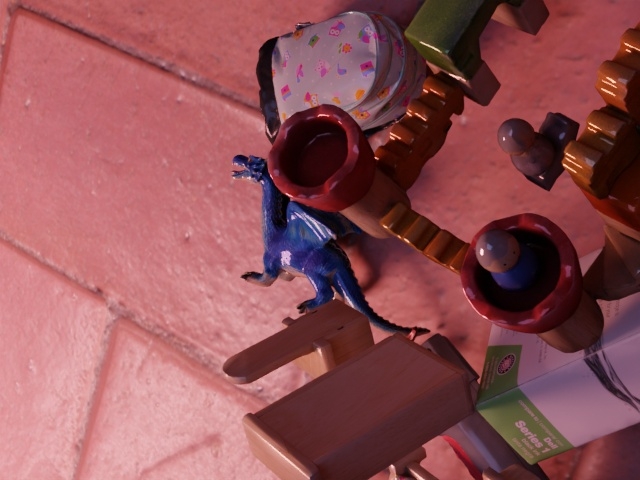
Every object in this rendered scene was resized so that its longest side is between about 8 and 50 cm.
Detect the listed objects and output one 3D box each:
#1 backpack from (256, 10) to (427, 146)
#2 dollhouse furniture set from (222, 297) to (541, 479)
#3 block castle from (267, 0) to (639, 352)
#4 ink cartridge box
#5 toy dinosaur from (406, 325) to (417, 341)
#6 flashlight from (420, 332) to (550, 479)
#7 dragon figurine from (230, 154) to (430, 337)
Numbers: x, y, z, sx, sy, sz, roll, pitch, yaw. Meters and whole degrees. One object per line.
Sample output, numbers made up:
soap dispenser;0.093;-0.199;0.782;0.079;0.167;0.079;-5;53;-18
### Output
backpack;0.022;-0.170;1.138;0.182;0.115;0.151;-13;84;33
dollhouse furniture set;0.059;0.282;1.018;0.303;0.174;0.355;28;139;53
block castle;0.193;-0.160;0.859;0.303;0.213;0.453;34;89;34
ink cartridge box;0.259;0.084;0.952;0.219;0.160;0.092;-31;111;34
toy dinosaur;0.074;0.129;1.161;0.082;0.047;0.090;-8;111;14
flashlight;0.178;0.241;1.060;0.103;0.103;0.304;-40;75;5
dragon figurine;0.000;0.000;1.187;0.289;0.085;0.144;28;110;32
